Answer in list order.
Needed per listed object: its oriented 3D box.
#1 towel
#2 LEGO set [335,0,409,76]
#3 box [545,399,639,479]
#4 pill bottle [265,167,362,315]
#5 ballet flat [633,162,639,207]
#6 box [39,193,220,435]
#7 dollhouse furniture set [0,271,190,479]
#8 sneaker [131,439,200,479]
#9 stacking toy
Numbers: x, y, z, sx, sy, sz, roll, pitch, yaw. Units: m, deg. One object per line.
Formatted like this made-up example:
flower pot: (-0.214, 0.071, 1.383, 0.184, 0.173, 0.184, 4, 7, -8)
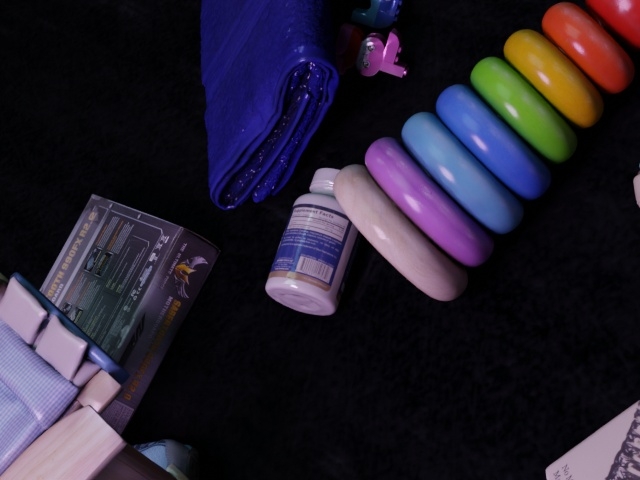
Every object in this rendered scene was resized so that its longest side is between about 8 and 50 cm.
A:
towel: (-0.045, -0.207, 1.727, 0.227, 0.076, 0.308, 127, 147, -45)
LEGO set: (0.089, -0.254, 1.645, 0.087, 0.093, 0.227, -59, -13, -68)
box: (0.286, 0.126, 1.145, 0.275, 0.094, 0.113, -41, 40, 20)
pill bottle: (0.000, 0.000, 1.575, 0.067, 0.067, 0.120, -2, 63, 47)
ballet flat: (0.333, -0.042, 1.242, 0.248, 0.086, 0.086, -17, 52, 42)
box: (-0.217, 0.080, 1.766, 0.183, 0.056, 0.231, 18, 77, 52)
dollhouse furniture set: (-0.299, 0.180, 1.484, 0.286, 0.198, 0.303, -46, 62, -5)
sneaker: (-0.222, 0.235, 1.601, 0.262, 0.125, 0.104, -25, 48, 35)
stacking toy: (0.169, -0.108, 1.425, 0.330, 0.141, 0.141, -44, 39, 8)
